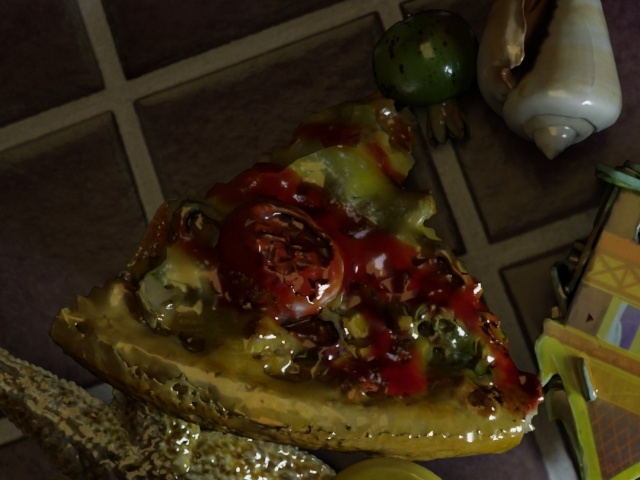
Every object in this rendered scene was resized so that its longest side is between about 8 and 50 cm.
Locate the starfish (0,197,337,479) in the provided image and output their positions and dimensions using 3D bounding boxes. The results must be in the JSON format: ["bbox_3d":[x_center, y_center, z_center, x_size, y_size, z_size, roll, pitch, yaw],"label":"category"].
[{"bbox_3d":[-0.185,0.181,1.309,0.398,0.132,0.383,-21,92,8],"label":"starfish"}]

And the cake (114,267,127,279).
[{"bbox_3d":[-0.095,0.007,1.379,0.220,0.086,0.116,3,75,10],"label":"cake"}]

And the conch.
[{"bbox_3d":[0.227,-0.190,1.372,0.158,0.127,0.255,17,52,-14],"label":"conch"}]

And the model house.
[{"bbox_3d":[0.373,0.122,1.263,0.358,0.242,0.312,22,99,9],"label":"model house"}]

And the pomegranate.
[{"bbox_3d":[0.117,-0.168,1.381,0.114,0.114,0.142,-20,102,3],"label":"pomegranate"}]

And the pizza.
[{"bbox_3d":[0.000,0.000,1.243,0.440,0.130,0.406,12,58,-3],"label":"pizza"}]

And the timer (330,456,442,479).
[{"bbox_3d":[-0.024,0.401,1.152,0.387,0.376,0.376,-17,77,15],"label":"timer"}]
